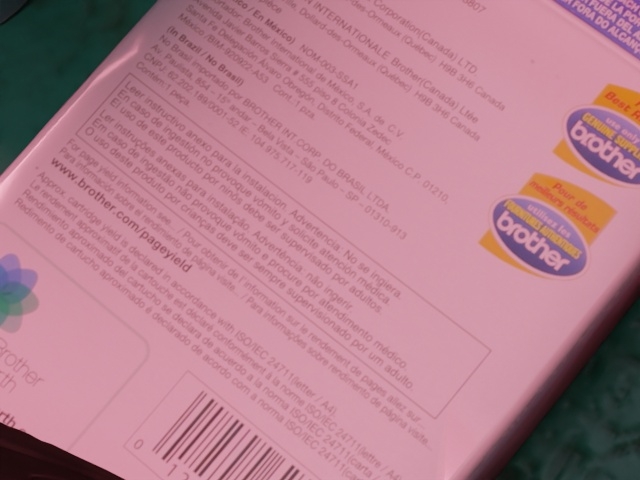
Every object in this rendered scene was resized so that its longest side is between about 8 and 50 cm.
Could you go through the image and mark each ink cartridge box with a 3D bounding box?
[{"bbox_3d":[0.000,0.000,0.572,0.186,0.065,0.311,38,84,17],"label":"ink cartridge box"}]

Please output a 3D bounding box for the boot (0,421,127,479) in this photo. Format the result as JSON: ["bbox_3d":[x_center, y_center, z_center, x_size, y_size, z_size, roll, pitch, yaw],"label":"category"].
[{"bbox_3d":[-0.146,0.187,0.453,0.377,0.138,0.284,28,99,-1],"label":"boot"}]

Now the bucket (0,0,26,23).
[{"bbox_3d":[-0.194,-0.220,0.609,0.281,0.183,0.281,-3,72,8],"label":"bucket"}]
